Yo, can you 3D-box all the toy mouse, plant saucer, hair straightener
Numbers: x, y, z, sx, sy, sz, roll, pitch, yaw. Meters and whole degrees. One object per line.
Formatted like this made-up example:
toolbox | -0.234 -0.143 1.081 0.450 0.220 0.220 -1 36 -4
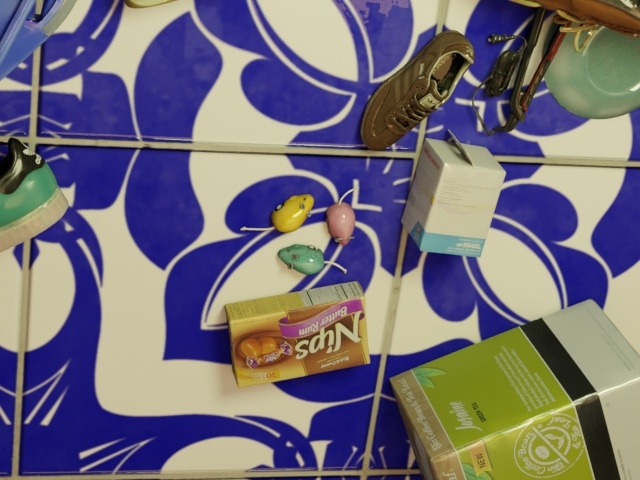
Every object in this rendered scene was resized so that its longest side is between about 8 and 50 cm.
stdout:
toy mouse | 0.000 0.000 1.941 0.161 0.031 0.143 -32 119 3
plant saucer | 0.387 -0.243 1.917 0.195 0.037 0.195 -6 118 -11
hair straightener | 0.255 -0.239 1.891 0.089 0.047 0.230 23 115 0

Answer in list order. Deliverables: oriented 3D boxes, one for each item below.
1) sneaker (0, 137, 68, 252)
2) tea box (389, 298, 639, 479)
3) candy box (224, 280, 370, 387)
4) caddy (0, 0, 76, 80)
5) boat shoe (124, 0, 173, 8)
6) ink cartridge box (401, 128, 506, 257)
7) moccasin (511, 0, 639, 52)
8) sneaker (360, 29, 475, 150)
sneaker | -0.465 -0.021 1.778 0.302 0.108 0.121 -30 118 -8
tea box | 0.310 0.314 2.066 0.324 0.220 0.329 -22 119 -2
candy box | -0.030 0.127 1.985 0.187 0.053 0.109 -9 117 -8
caddy | -0.346 -0.299 1.591 0.179 0.241 0.341 27 107 -19
boat shoe | -0.132 -0.336 1.716 0.224 0.080 0.073 -18 124 0
ink cartridge box | 0.175 -0.064 1.919 0.090 0.092 0.143 8 114 -18
moccasin | 0.318 -0.315 1.770 0.380 0.147 0.139 12 76 -1
sneaker | 0.121 -0.185 1.858 0.066 0.071 0.188 33 104 -26
